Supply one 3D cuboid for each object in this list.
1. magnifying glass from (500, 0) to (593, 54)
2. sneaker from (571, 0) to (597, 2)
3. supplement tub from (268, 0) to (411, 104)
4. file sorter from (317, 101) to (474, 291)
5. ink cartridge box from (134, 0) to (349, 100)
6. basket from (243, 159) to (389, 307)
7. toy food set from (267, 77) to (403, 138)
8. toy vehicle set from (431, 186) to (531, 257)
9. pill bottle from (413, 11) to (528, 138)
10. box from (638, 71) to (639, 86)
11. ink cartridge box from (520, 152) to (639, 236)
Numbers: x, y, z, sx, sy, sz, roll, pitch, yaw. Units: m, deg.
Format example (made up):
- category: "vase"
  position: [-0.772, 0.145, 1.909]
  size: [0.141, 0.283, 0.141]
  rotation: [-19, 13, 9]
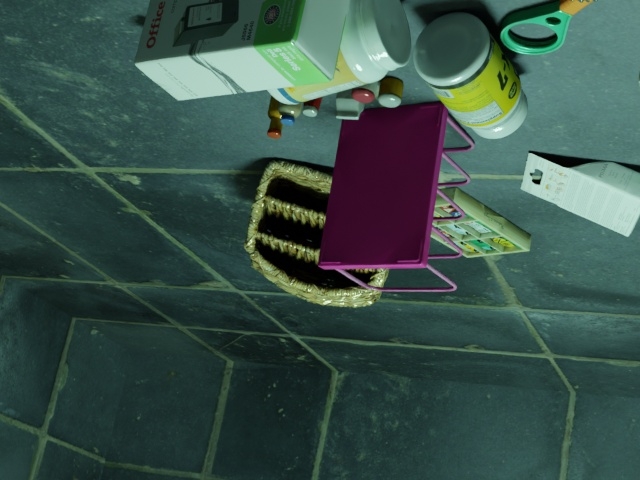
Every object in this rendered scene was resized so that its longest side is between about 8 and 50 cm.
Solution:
- category: "magnifying glass"
  position: [0.333, -0.316, 1.667]
  size: [0.092, 0.026, 0.231]
  rotation: [18, 159, -18]
- category: "sneaker"
  position: [0.374, -0.362, 1.454]
  size: [0.086, 0.085, 0.237]
  rotation: [45, 155, -13]
- category: "supplement tub"
  position: [0.017, -0.287, 1.721]
  size: [0.199, 0.144, 0.144]
  rotation: [-13, 152, 28]
- category: "file sorter"
  position: [0.147, -0.066, 2.081]
  size: [0.202, 0.291, 0.182]
  rotation: [-2, 160, 32]
- category: "ink cartridge box"
  position: [-0.106, -0.316, 1.645]
  size: [0.273, 0.198, 0.115]
  rotation: [-2, 157, 32]
- category: "basket"
  position: [0.000, 0.000, 2.406]
  size: [0.299, 0.213, 0.223]
  rotation: [19, 161, 7]
- category: "toy food set"
  position: [0.015, -0.229, 1.967]
  size: [0.232, 0.104, 0.111]
  rotation: [5, 160, 17]
- category: "toy vehicle set"
  position: [0.294, -0.033, 2.465]
  size: [0.166, 0.035, 0.267]
  rotation: [-9, 153, 45]
- category: "pill bottle"
  position: [0.232, -0.242, 1.787]
  size: [0.119, 0.119, 0.208]
  rotation: [0, 158, 30]
- category: "box"
  position: [0.548, -0.256, 1.529]
  size: [0.232, 0.149, 0.127]
  rotation: [14, 161, -7]
- category: "ink cartridge box"
  position: [0.488, -0.101, 2.181]
  size: [0.224, 0.056, 0.181]
  rotation: [27, 164, 13]
